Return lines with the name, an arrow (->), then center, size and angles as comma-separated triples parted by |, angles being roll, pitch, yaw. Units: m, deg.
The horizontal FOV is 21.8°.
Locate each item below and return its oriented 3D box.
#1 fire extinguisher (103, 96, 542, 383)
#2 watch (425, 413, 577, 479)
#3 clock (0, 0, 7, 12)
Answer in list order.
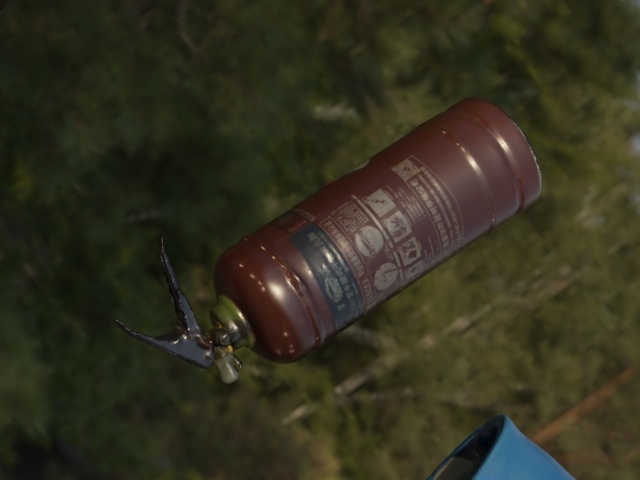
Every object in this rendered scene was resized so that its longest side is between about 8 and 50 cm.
fire extinguisher -> 0.000, 0.000, 1.243 | 0.102, 0.344, 0.138 | 13, -49, 62
watch -> 0.168, 0.324, 1.817 | 0.241, 0.274, 0.305 | 39, 19, -3
clock -> -0.318, -0.262, 1.391 | 0.049, 0.279, 0.273 | 12, 39, -34
